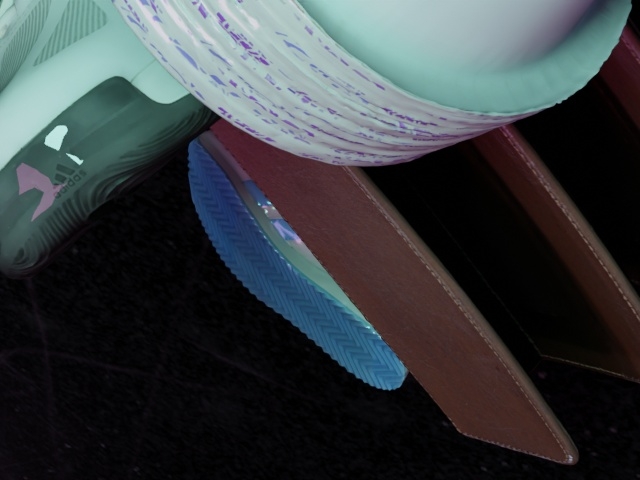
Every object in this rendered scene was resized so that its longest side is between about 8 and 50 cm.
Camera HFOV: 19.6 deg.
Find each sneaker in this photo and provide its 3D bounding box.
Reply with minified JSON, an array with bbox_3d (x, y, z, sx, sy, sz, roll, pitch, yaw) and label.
[{"bbox_3d":[0.000,0.000,1.260,0.228,0.092,0.087,43,151,18],"label":"sneaker"},{"bbox_3d":[-0.161,-0.155,0.926,0.169,0.447,0.257,-39,105,14],"label":"sneaker"}]

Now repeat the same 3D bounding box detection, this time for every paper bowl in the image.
[{"bbox_3d":[0.036,-0.183,0.781,0.148,0.284,0.284,-19,122,45],"label":"paper bowl"}]

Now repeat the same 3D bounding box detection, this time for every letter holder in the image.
[{"bbox_3d":[0.105,-0.022,1.037,0.302,0.152,0.214,51,161,-26],"label":"letter holder"}]
